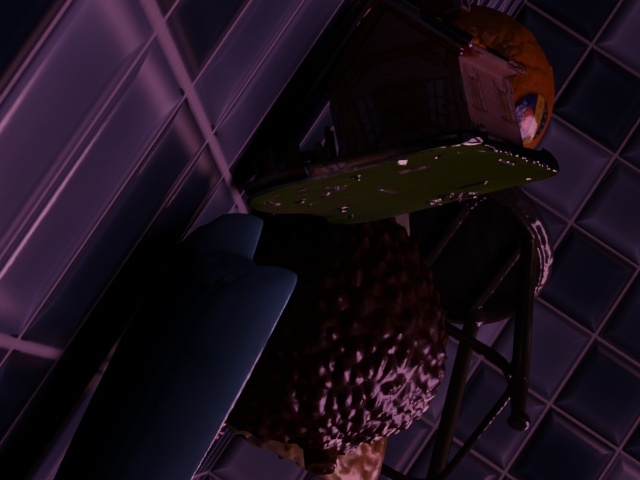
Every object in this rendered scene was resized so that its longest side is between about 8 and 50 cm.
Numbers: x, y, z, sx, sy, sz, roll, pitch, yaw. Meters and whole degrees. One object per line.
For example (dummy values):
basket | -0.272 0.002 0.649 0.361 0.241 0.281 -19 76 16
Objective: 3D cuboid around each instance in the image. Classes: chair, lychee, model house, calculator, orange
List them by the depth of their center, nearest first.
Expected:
calculator | -0.138 0.163 1.291 0.386 0.054 0.256 -63 -166 7
model house | 0.056 -0.112 1.512 0.207 0.154 0.294 -12 173 19
lychee | 0.006 0.082 1.747 0.236 0.236 0.271 111 -11 -74
orange | 0.147 -0.149 1.894 0.177 0.178 0.155 -56 -171 -6
chair | 0.109 0.109 2.517 0.410 0.362 0.364 -60 179 -43

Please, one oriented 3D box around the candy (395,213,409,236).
candy | 0.028 0.039 1.920 0.102 0.104 0.234 -4 -96 62

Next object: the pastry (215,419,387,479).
pastry | -0.027 0.165 2.052 0.256 0.237 0.170 89 24 -83
